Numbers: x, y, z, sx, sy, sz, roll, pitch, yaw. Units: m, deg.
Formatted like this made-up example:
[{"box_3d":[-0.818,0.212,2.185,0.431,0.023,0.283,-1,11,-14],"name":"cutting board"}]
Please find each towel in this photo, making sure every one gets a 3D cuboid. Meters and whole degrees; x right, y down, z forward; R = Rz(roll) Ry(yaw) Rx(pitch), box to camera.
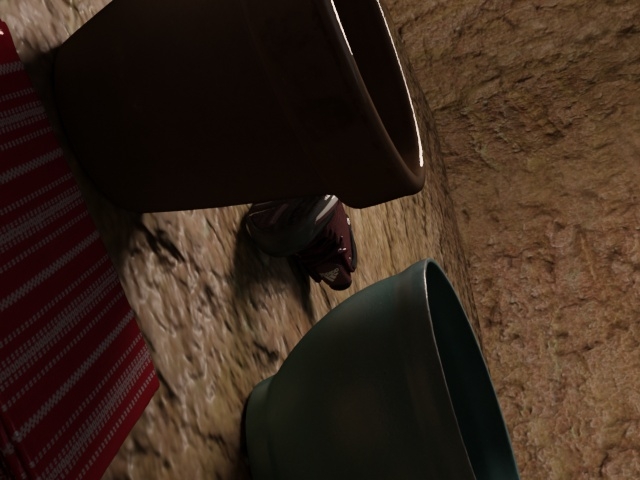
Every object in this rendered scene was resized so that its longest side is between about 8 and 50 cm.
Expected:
[{"box_3d":[-0.178,0.005,0.521,0.199,0.031,0.275,-67,138,-72],"name":"towel"}]

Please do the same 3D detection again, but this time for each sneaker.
[{"box_3d":[0.000,0.000,1.049,0.281,0.106,0.163,-72,144,-68],"name":"sneaker"}]

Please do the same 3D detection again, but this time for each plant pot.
[{"box_3d":[-0.067,-0.123,0.693,0.263,0.229,0.263,-20,90,-76],"name":"plant pot"},{"box_3d":[0.054,0.183,0.817,0.293,0.196,0.293,-19,90,-76],"name":"plant pot"}]
